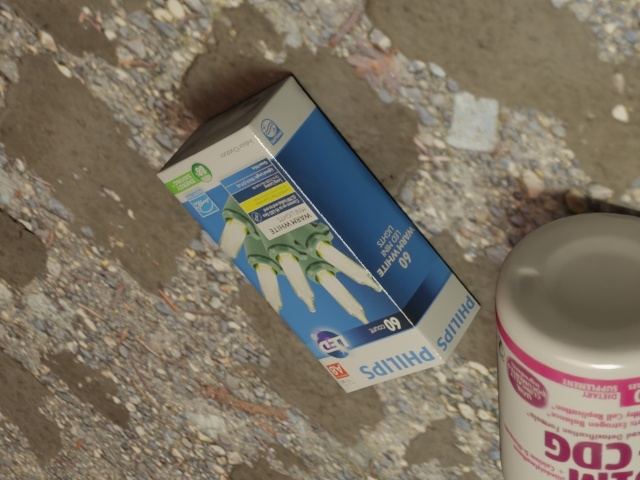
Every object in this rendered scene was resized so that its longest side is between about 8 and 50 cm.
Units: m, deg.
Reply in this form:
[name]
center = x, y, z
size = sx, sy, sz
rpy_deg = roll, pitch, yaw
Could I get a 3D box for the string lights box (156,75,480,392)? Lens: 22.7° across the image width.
[string lights box]
center = 0.000, 0.000, 1.343
size = 0.260, 0.077, 0.133
rpy_deg = 50, 140, -15

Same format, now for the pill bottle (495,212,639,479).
[pill bottle]
center = 0.217, 0.131, 1.236
size = 0.160, 0.160, 0.283
rpy_deg = 17, 138, 25
